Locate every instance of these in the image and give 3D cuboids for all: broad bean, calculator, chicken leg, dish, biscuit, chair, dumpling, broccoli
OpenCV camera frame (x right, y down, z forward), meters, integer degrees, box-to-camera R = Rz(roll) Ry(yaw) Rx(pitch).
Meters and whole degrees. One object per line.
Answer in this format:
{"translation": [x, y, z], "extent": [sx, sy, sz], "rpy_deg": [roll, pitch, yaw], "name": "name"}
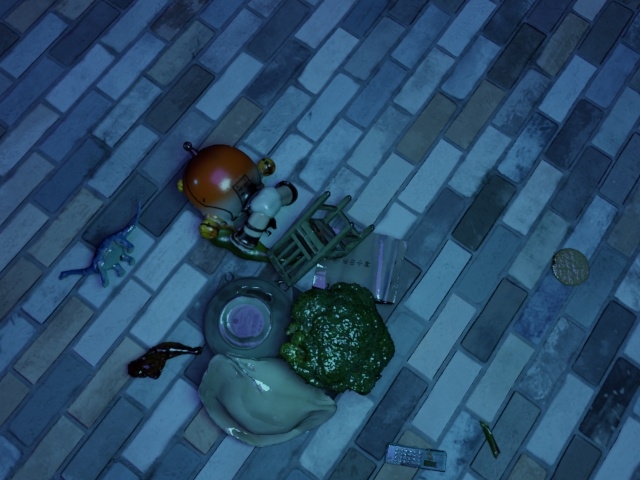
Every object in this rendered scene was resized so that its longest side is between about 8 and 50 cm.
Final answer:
{"translation": [-0.191, 0.017, 1.403], "extent": [0.319, 0.056, 0.098], "rpy_deg": [8, 67, -6], "name": "broad bean"}
{"translation": [0.264, 0.600, 1.307], "extent": [0.172, 0.018, 0.057], "rpy_deg": [10, 79, -1], "name": "calculator"}
{"translation": [-0.442, 0.330, 1.328], "extent": [0.205, 0.053, 0.093], "rpy_deg": [-28, 103, 0], "name": "chicken leg"}
{"translation": [-0.202, 0.226, 1.321], "extent": [0.304, 0.120, 0.302], "rpy_deg": [0, 79, -2], "name": "dish"}
{"translation": [0.761, 0.080, 1.435], "extent": [0.120, 0.015, 0.120], "rpy_deg": [0, 77, -2], "name": "biscuit"}
{"translation": [0.000, 0.000, 1.349], "extent": [0.270, 0.147, 0.136], "rpy_deg": [-46, 67, 23], "name": "chair"}
{"translation": [-0.148, 0.437, 1.258], "extent": [0.260, 0.341, 0.181], "rpy_deg": [-55, 40, 19], "name": "dumpling"}
{"translation": [0.032, 0.254, 1.240], "extent": [0.322, 0.284, 0.303], "rpy_deg": [20, 57, -31], "name": "broccoli"}

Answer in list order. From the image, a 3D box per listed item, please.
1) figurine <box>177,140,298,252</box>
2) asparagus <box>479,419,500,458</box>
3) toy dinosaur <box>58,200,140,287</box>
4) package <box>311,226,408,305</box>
{"translation": [-0.253, -0.151, 1.355], "extent": [0.323, 0.196, 0.320], "rpy_deg": [32, 65, 9], "name": "figurine"}
{"translation": [0.475, 0.553, 1.318], "extent": [0.021, 0.025, 0.108], "rpy_deg": [-23, 79, 3], "name": "asparagus"}
{"translation": [-0.605, 0.045, 1.372], "extent": [0.329, 0.076, 0.144], "rpy_deg": [-43, 75, 1], "name": "toy dinosaur"}
{"translation": [0.116, 0.074, 1.400], "extent": [0.251, 0.062, 0.203], "rpy_deg": [11, 78, 14], "name": "package"}
